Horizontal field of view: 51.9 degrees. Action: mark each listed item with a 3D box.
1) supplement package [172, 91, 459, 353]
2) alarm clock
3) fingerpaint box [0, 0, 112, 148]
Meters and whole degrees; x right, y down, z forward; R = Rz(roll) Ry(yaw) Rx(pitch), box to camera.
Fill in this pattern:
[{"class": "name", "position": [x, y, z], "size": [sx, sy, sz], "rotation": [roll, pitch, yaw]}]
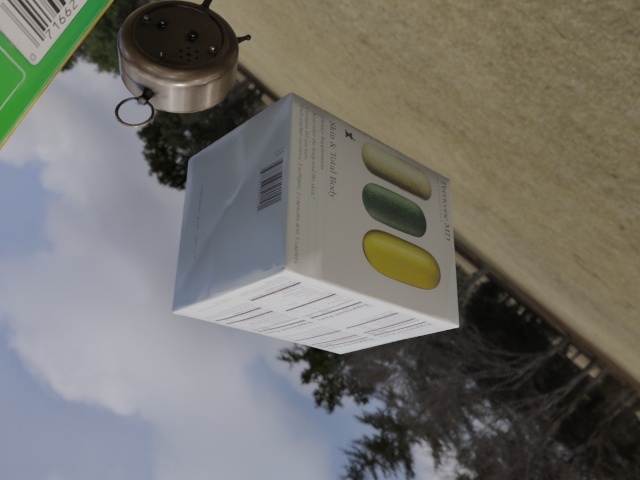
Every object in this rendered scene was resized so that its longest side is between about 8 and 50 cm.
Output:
[{"class": "supplement package", "position": [0.000, 0.000, 0.769], "size": [0.263, 0.198, 0.199], "rotation": [21, -120, -39]}, {"class": "alarm clock", "position": [-0.162, -0.191, 0.713], "size": [0.129, 0.192, 0.064], "rotation": [23, 150, 2]}, {"class": "fingerpaint box", "position": [-0.373, -0.117, 0.340], "size": [0.371, 0.444, 0.163], "rotation": [29, 168, 14]}]
